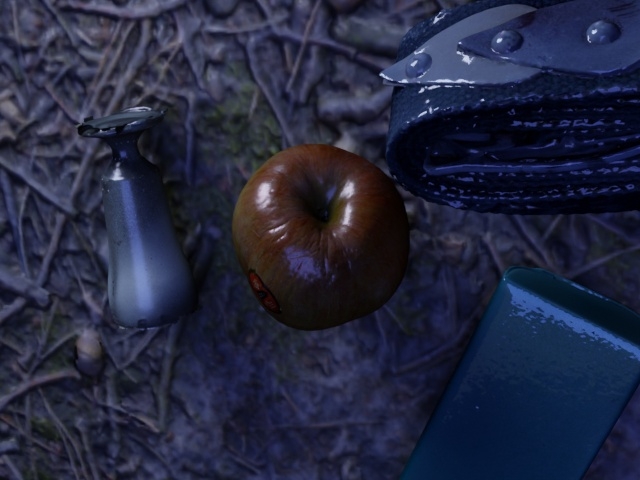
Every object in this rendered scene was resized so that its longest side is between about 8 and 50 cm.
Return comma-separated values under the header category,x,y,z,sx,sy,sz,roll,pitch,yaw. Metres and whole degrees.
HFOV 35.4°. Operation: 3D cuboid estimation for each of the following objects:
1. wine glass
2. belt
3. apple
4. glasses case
category,x,y,z,sx,sy,sz,roll,pitch,yaw
wine glass,-0.134,-0.017,0.746,0.072,0.072,0.156,-3,108,14
belt,0.152,-0.096,0.630,0.218,0.129,0.122,-4,144,17
apple,0.001,-0.003,0.698,0.126,0.126,0.102,21,154,6
glasses case,0.128,0.169,0.752,0.117,0.070,0.301,28,114,10
